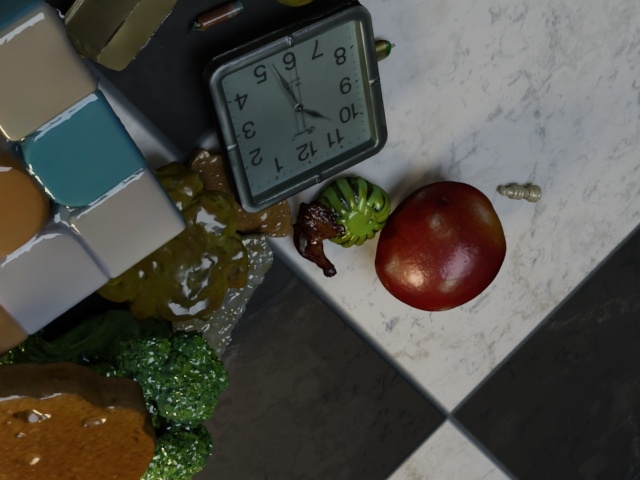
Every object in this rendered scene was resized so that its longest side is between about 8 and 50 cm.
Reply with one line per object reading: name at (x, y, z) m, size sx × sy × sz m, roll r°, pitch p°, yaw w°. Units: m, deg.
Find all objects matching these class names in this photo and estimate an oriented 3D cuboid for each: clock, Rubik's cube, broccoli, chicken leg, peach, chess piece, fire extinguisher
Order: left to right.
Rubik's cube at (-0.421, -0.109, 1.149) m, size 0.344 × 0.346 × 0.347 m, roll -35°, pitch 133°, yaw -9°
broccoli at (-0.336, 0.256, 1.502) m, size 0.321 × 0.310 × 0.413 m, roll -11°, pitch 159°, yaw -39°
fire extinguisher at (-0.150, -0.316, 1.421) m, size 0.083 × 0.022 × 0.028 m, roll -29°, pitch 162°, yaw -15°
clock at (-0.033, -0.203, 1.513) m, size 0.273 × 0.049 × 0.278 m, roll -27°, pitch 133°, yaw -17°
chicken leg at (-0.006, -0.003, 1.687) m, size 0.205 × 0.093 × 0.053 m, roll 99°, pitch 7°, yaw -64°
peach at (0.209, 0.014, 1.773) m, size 0.244 × 0.199 × 0.243 m, roll -15°, pitch 123°, yaw -24°
chess piece at (0.384, -0.093, 1.939) m, size 0.092 × 0.035 × 0.035 m, roll 3°, pitch 118°, yaw -32°

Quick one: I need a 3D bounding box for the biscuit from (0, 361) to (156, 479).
biscuit at (-0.383, 0.270, 1.213) m, size 0.381 × 0.074 × 0.359 m, roll 14°, pitch 126°, yaw -39°

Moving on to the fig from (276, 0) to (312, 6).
fig at (-0.031, -0.398, 1.378) m, size 0.136 × 0.121 × 0.153 m, roll 5°, pitch 117°, yaw -32°

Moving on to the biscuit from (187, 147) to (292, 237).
biscuit at (-0.124, -0.073, 1.596) m, size 0.162 × 0.035 × 0.250 m, roll -44°, pitch 134°, yaw 5°

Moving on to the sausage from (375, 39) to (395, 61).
sausage at (0.004, -0.260, 1.558) m, size 0.269 × 0.033 × 0.032 m, roll -25°, pitch 131°, yaw -19°

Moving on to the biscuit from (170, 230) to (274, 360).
biscuit at (-0.179, 0.092, 1.660) m, size 0.141 × 0.038 × 0.289 m, roll 12°, pitch 119°, yaw -35°

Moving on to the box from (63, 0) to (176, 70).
box at (-0.267, -0.304, 1.301) m, size 0.177 × 0.111 × 0.111 m, roll -50°, pitch 134°, yaw 10°

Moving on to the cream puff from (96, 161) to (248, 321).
cream puff at (-0.222, 0.001, 1.458) m, size 0.244 × 0.196 × 0.244 m, roll -9°, pitch 115°, yaw -20°

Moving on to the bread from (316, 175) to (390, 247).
bread at (0.058, -0.049, 1.716) m, size 0.130 × 0.071 × 0.139 m, roll -40°, pitch 134°, yaw 1°
